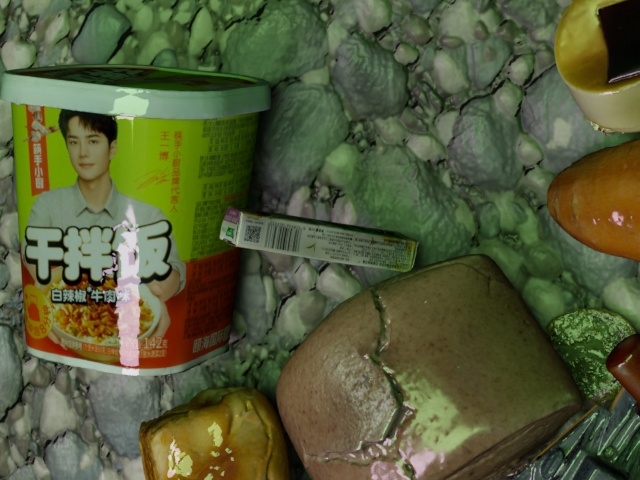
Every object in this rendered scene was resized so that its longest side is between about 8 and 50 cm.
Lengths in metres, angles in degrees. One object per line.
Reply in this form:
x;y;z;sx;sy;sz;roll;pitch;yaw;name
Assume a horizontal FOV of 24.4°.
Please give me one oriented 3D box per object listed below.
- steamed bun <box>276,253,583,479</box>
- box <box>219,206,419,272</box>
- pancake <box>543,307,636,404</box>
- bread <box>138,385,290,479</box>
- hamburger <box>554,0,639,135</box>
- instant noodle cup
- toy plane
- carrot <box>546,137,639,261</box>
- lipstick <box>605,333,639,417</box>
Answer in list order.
0.089;0.164;1.519;0.301;0.199;0.252;-37;78;21;steamed bun
0.000;0.000;1.566;0.207;0.050;0.041;8;94;-21;box
0.279;0.117;1.538;0.108;0.017;0.108;1;92;22;pancake
-0.095;0.333;1.614;0.148;0.195;0.344;-11;88;-15;bread
0.334;-0.194;1.459;0.210;0.116;0.173;-20;73;27;hamburger
-0.204;-0.028;1.617;0.293;0.294;0.308;8;103;22;instant noodle cup
0.281;0.234;1.491;0.204;0.103;0.316;29;104;-15;toy plane
0.327;-0.032;1.451;0.225;0.159;0.159;-3;91;34;carrot
0.382;0.207;1.413;0.081;0.081;0.300;-41;100;18;lipstick
